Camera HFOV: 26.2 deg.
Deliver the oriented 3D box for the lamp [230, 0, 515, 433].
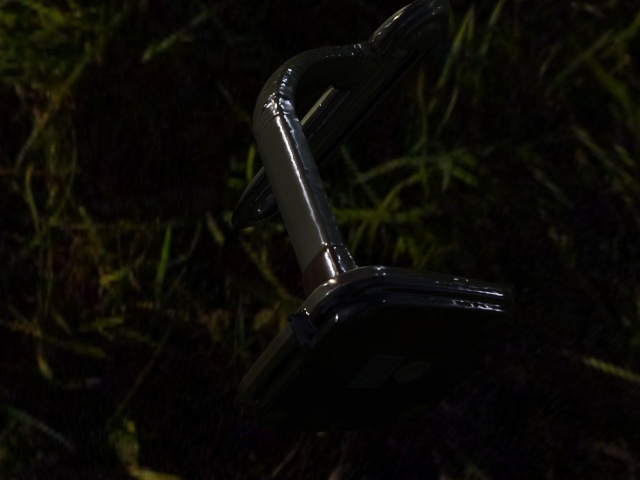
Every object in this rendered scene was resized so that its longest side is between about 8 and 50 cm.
[{"bbox_3d":[-0.006,-0.003,0.757,0.124,0.203,0.283,18,40,-22],"label":"lamp"}]
